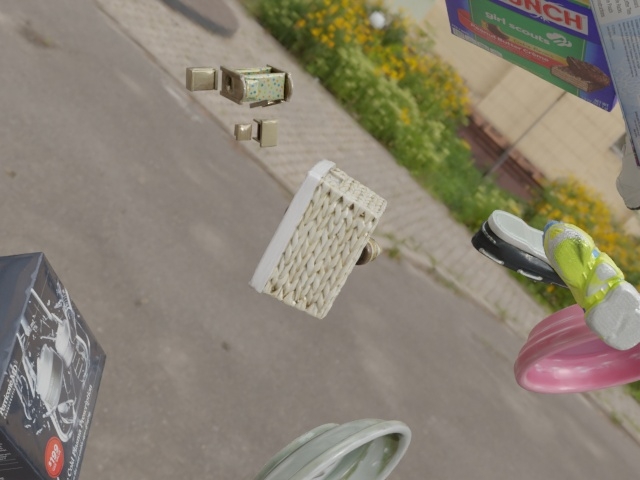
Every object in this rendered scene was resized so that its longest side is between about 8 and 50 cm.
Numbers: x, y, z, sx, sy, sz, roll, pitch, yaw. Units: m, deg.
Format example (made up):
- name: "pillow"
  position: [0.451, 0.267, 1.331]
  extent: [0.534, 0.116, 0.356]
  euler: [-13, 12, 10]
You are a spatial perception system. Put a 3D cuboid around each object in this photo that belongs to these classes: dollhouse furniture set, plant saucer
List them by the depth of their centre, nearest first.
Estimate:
- name: "plant saucer"
  position: [0.504, 0.181, 1.714]
  extent: [0.332, 0.332, 0.084]
  euler: [27, 47, -48]
- name: "plant saucer"
  position: [-0.019, 0.433, 1.729]
  extent: [0.100, 0.400, 0.400]
  euler: [49, 16, 25]
- name: "dollhouse furniture set"
  position: [-0.158, -0.250, 1.865]
  extent: [0.181, 0.161, 0.101]
  euler: [-9, 24, -29]

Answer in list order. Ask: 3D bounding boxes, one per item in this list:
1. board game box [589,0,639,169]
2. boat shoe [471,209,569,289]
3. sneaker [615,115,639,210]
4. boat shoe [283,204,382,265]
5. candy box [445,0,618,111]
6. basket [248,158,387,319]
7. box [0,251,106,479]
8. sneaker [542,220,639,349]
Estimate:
- name: "board game box"
  position: [0.432, -0.201, 0.901]
  extent: [0.319, 0.317, 0.066]
  euler: [46, 37, -55]
- name: "boat shoe"
  position: [0.465, 0.037, 2.084]
  extent: [0.302, 0.091, 0.114]
  euler: [31, 38, -14]
- name: "sneaker"
  position: [0.449, -0.133, 1.253]
  extent: [0.129, 0.111, 0.297]
  euler: [56, -12, 13]
- name: "boat shoe"
  position: [0.023, -0.010, 1.680]
  extent: [0.190, 0.068, 0.072]
  euler: [31, 24, 27]
- name: "candy box"
  position: [0.295, -0.318, 1.233]
  extent: [0.268, 0.122, 0.317]
  euler: [31, -6, 17]
- name: "basket"
  position: [0.000, 0.000, 1.183]
  extent: [0.103, 0.167, 0.113]
  euler: [30, 16, 1]
- name: "box"
  position: [-0.536, 0.253, 1.670]
  extent: [0.313, 0.178, 0.343]
  euler: [72, 15, -46]
- name: "sneaker"
  position: [0.425, 0.058, 1.511]
  extent: [0.240, 0.091, 0.126]
  euler: [55, 11, -19]
